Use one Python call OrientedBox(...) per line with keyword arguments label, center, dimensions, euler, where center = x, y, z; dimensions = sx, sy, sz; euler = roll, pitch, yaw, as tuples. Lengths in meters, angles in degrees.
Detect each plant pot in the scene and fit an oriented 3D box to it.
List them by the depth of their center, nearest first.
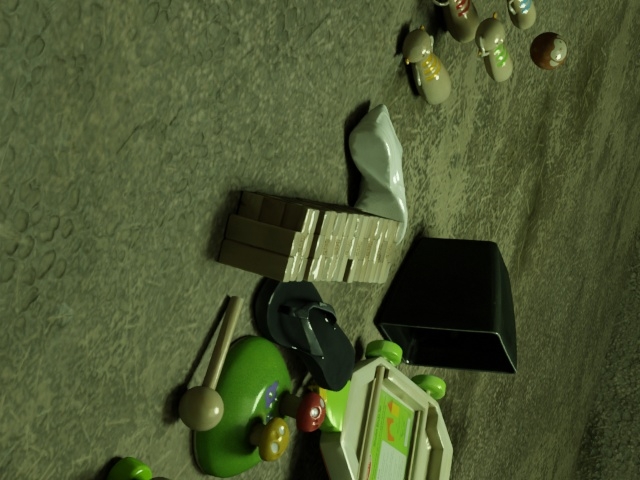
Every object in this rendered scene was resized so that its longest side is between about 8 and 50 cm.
OrientedBox(label="plant pot", center=(0.214, 0.096, 2.140), dimensions=(0.188, 0.187, 0.167), euler=(55, 42, -61))

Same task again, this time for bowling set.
OrientedBox(label="bowling set", center=(0.254, -0.327, 1.937), dimensions=(0.287, 0.199, 0.154), euler=(-70, 155, -19))

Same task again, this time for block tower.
OrientedBox(label="block tower", center=(0.000, 0.000, 1.700), dimensions=(0.335, 0.097, 0.091), euler=(3, 103, -67))

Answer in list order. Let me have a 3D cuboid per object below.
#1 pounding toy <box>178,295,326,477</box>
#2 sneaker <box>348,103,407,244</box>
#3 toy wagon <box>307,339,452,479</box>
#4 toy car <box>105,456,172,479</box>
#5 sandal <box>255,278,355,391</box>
OrientedBox(label="pounding toy", center=(-0.069, 0.205, 1.655), dimensions=(0.183, 0.110, 0.237), euler=(-63, 154, -24))
OrientedBox(label="sneaker", center=(0.089, -0.088, 1.872), dimensions=(0.094, 0.080, 0.212), euler=(-64, 156, -49))
OrientedBox(label="toy wagon", center=(0.080, 0.282, 1.984), dimensions=(0.344, 0.068, 0.267), euler=(40, 49, -37))
OrientedBox(label="toy car", center=(-0.192, 0.357, 1.449), dimensions=(0.188, 0.155, 0.149), euler=(-51, 149, -23))
OrientedBox(label="sandal", center=(-0.006, 0.115, 1.772), dimensions=(0.254, 0.054, 0.097), euler=(48, 58, -50))
